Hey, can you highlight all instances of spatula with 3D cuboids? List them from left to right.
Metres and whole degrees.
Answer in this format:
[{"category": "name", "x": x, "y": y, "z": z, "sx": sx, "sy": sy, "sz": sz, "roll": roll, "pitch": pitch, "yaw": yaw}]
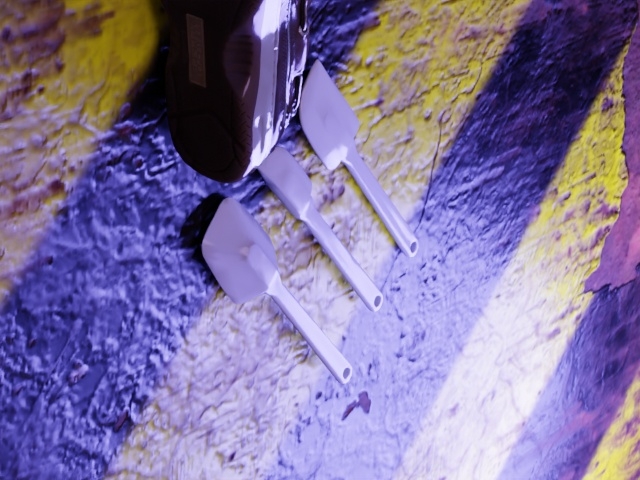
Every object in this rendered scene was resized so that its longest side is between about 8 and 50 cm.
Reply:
[{"category": "spatula", "x": 0.000, "y": 0.000, "z": 1.333, "sx": 0.168, "sy": 0.019, "sz": 0.242, "roll": -62, "pitch": 147, "yaw": -20}]

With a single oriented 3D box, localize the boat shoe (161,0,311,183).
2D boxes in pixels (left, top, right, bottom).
[{"category": "boat shoe", "x": -0.045, "y": -0.163, "z": 1.118, "sx": 0.095, "sy": 0.095, "sz": 0.257, "roll": -39, "pitch": 149, "yaw": -42}]
